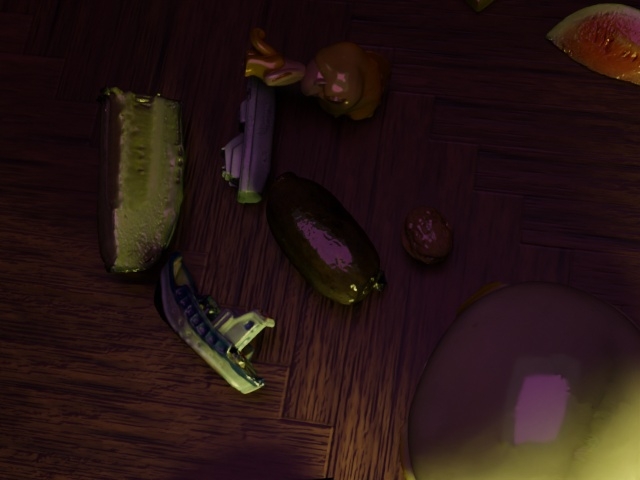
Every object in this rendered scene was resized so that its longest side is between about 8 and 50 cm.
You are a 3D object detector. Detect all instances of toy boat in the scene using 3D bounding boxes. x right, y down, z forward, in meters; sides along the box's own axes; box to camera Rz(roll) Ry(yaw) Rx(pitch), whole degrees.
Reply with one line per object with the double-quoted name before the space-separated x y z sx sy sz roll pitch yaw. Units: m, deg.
"toy boat" -0.161 0.118 1.620 0.262 0.114 0.115 41 92 21
"toy boat" -0.121 -0.192 1.750 0.085 0.078 0.261 6 72 -6

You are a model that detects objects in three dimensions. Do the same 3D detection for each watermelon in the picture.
"watermelon" 0.506 -0.329 1.747 0.245 0.063 0.119 29 89 14

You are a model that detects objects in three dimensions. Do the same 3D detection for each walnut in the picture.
"walnut" 0.168 -0.010 1.652 0.082 0.079 0.096 -23 69 -4

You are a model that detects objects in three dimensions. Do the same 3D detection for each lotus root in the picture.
"lotus root" 0.000 0.000 1.644 0.123 0.124 0.241 -37 71 -18

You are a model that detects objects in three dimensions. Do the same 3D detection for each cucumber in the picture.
"cucumber" -0.304 -0.088 1.725 0.145 0.105 0.325 5 69 -20

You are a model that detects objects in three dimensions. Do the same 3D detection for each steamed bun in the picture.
"steamed bun" 0.291 0.240 1.428 0.334 0.334 0.374 26 76 15

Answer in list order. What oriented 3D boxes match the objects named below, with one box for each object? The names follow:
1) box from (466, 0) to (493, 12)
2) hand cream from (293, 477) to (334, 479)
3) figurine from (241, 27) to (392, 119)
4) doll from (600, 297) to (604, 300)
"box" 0.251 -0.547 1.857 0.153 0.041 0.279 -37 70 -6
"hand cream" -0.107 0.414 1.547 0.270 0.061 0.120 -10 68 8
"figurine" -0.005 -0.276 1.728 0.246 0.131 0.156 9 26 -13
"doll" 0.458 0.191 1.554 0.102 0.075 0.227 -21 81 9
